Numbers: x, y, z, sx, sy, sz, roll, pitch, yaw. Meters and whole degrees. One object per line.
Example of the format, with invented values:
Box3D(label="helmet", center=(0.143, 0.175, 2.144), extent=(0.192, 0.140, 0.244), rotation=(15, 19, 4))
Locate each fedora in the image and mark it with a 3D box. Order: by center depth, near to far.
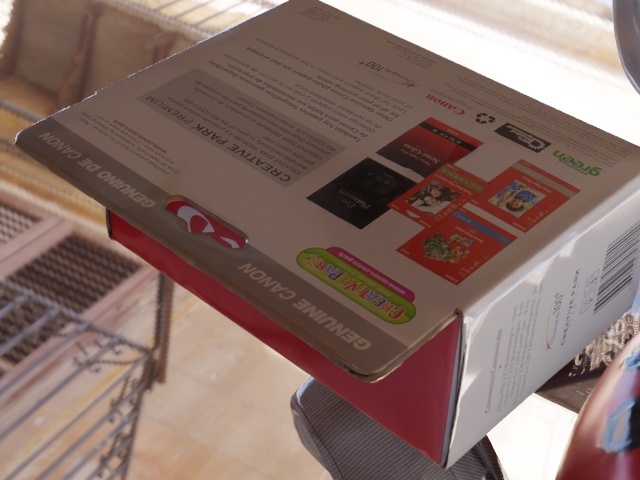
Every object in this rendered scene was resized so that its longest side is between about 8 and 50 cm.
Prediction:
Box3D(label="fedora", center=(0.056, 0.167, 1.023), extent=(0.124, 0.243, 0.275), rotation=(-34, -46, -6))

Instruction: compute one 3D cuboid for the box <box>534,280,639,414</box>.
Box3D(label="box", center=(0.364, 0.101, 1.314), extent=(0.167, 0.168, 0.203), rotation=(26, -29, -26))

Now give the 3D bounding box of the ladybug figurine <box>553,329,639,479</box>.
Box3D(label="ladybug figurine", center=(0.320, 0.170, 0.882), extent=(0.305, 0.449, 0.162), rotation=(4, -51, 25))

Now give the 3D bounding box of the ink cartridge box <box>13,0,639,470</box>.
Box3D(label="ink cartridge box", center=(0.006, -0.011, 0.770), extent=(0.309, 0.272, 0.130), rotation=(32, -43, 32))

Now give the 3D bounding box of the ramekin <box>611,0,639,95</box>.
Box3D(label="ramekin", center=(0.376, -0.245, 1.071), extent=(0.127, 0.273, 0.273), rotation=(3, -61, -14))
